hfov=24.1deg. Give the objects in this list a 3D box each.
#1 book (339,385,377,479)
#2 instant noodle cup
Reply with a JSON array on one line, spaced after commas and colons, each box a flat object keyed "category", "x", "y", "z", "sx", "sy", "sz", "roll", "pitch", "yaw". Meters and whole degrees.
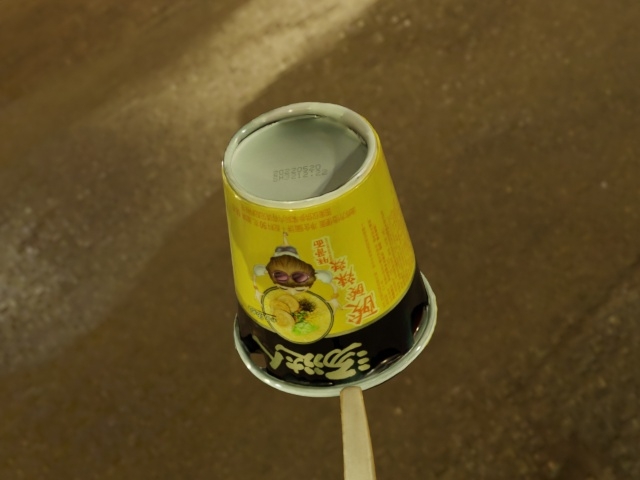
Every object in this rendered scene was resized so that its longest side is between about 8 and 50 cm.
[{"category": "book", "x": 0.054, "y": 0.345, "z": 1.429, "sx": 0.032, "sy": 0.389, "sz": 0.269, "roll": -6, "pitch": 54, "yaw": 3}, {"category": "instant noodle cup", "x": 0.000, "y": 0.000, "z": 1.450, "sx": 0.215, "sy": 0.236, "sz": 0.216, "roll": -6, "pitch": 43, "yaw": 5}]
